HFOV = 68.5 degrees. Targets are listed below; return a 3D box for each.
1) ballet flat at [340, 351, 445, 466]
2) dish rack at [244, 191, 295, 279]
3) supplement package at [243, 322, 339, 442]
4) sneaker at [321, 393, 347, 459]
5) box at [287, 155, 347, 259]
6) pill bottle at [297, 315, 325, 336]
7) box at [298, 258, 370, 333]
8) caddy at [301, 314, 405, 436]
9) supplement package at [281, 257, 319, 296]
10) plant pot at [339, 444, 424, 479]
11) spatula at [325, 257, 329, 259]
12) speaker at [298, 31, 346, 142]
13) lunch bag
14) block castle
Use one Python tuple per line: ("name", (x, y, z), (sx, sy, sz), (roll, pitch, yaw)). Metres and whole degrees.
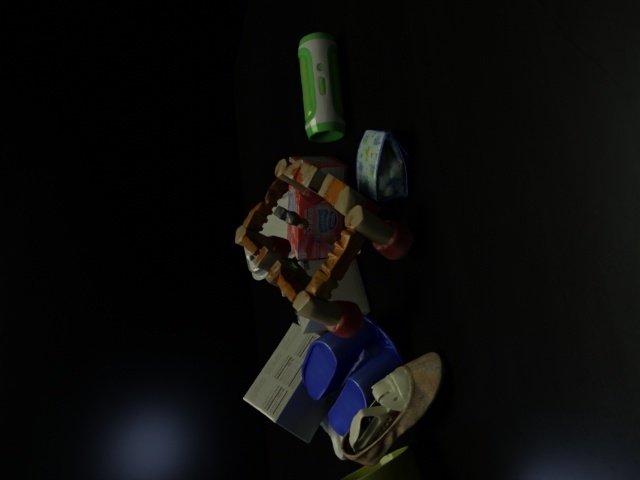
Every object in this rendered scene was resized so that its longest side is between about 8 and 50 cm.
("ballet flat", (0.141, 0.356, 0.985), (0.316, 0.106, 0.107), (-62, 24, 17))
("dish rack", (-0.160, -0.040, 1.733), (0.332, 0.072, 0.286), (-36, 45, 16))
("supplement package", (-0.058, 0.419, 1.391), (0.145, 0.262, 0.204), (18, 155, 40))
("sneaker", (0.024, 0.540, 1.468), (0.114, 0.152, 0.305), (56, -167, -42))
("box", (-0.015, -0.106, 1.481), (0.142, 0.154, 0.300), (-129, 38, -62))
("pill bottle", (-0.025, 0.248, 1.645), (0.112, 0.112, 0.187), (-151, 59, -69))
("box", (0.025, 0.157, 1.356), (0.119, 0.181, 0.181), (112, 150, -57))
("caddy", (0.093, 0.338, 1.200), (0.241, 0.179, 0.341), (50, 145, 25))
("supplement package", (-0.095, 0.074, 1.786), (0.244, 0.139, 0.134), (-109, 24, -43))
("plant pot", (0.149, 0.646, 1.007), (0.294, 0.274, 0.275), (61, 153, 22))
("spatula", (0.044, 0.149, 1.543), (0.084, 0.030, 0.297), (124, 140, -61))
("speaker", (0.004, -0.451, 1.396), (0.131, 0.131, 0.297), (156, 110, -71))
("lunch bag", (0.139, -0.177, 1.077), (0.129, 0.096, 0.151), (-141, 40, -67))
("block castle", (0.000, 0.000, 1.180), (0.303, 0.212, 0.453), (-58, 38, 6))
